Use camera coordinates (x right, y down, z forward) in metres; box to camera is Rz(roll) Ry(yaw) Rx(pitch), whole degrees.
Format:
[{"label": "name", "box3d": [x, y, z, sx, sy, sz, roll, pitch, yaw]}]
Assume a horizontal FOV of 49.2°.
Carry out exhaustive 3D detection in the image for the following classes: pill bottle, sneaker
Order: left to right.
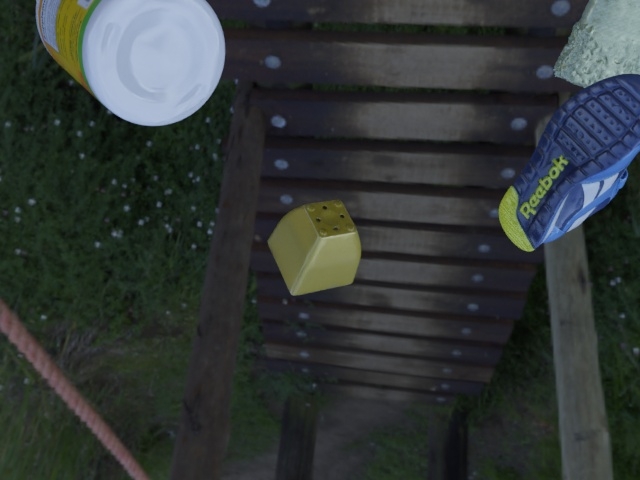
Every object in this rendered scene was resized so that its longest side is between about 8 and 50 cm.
[{"label": "pill bottle", "box3d": [-0.212, -0.221, 0.725, 0.136, 0.136, 0.246, 39, 180, -45]}, {"label": "sneaker", "box3d": [0.174, -0.052, 0.459, 0.059, 0.053, 0.144, -12, 150, -30]}]

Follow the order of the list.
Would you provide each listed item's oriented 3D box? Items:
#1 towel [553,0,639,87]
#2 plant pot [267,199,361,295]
[{"label": "towel", "box3d": [0.255, -0.150, 0.521, 0.148, 0.027, 0.110, 11, 116, -15]}, {"label": "plant pot", "box3d": [0.000, 0.000, 0.781, 0.082, 0.081, 0.083, -9, 147, -28]}]
